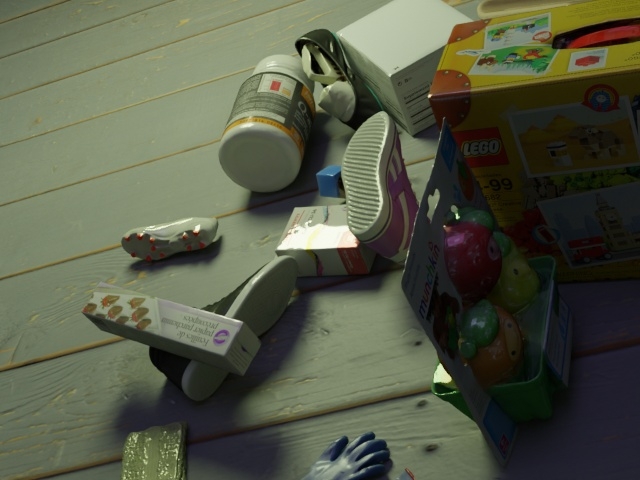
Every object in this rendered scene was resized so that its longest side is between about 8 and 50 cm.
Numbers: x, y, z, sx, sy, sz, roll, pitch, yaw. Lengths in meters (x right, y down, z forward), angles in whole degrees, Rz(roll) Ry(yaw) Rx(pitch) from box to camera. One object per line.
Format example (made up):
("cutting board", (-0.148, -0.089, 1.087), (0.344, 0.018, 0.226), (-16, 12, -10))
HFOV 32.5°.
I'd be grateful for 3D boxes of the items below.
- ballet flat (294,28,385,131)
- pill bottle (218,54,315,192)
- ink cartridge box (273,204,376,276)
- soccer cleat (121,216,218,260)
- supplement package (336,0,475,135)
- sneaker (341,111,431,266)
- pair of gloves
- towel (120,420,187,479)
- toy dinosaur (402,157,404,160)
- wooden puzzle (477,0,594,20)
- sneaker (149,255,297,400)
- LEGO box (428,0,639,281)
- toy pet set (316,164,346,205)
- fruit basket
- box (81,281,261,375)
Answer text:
("ballet flat", (0.027, -0.304, 2.159), (0.096, 0.095, 0.280), (-9, 54, -32))
("pill bottle", (-0.096, -0.237, 2.158), (0.162, 0.162, 0.278), (-10, 39, 21))
("ink cartridge box", (0.000, 0.000, 1.887), (0.198, 0.067, 0.115), (-4, 41, 27))
("soccer cleat", (-0.283, -0.006, 2.073), (0.196, 0.068, 0.076), (-7, 25, 22))
("supplement package", (0.188, -0.358, 2.158), (0.204, 0.145, 0.262), (-30, 37, -6))
("sneaker", (0.120, -0.077, 1.836), (0.102, 0.161, 0.282), (-28, 42, 36))
("pair of gloves", (0.047, 0.342, 1.475), (0.159, 0.023, 0.198), (-35, 36, -10))
("towel", (-0.253, 0.336, 1.653), (0.110, 0.027, 0.148), (-19, 36, 10))
("toy dinosaur", (0.103, -0.147, 2.008), (0.082, 0.090, 0.047), (21, 49, -8))
("wooden puzzle", (0.503, -0.410, 1.989), (0.322, 0.080, 0.348), (-11, 16, -20))
("sneaker", (-0.168, 0.119, 1.805), (0.147, 0.104, 0.295), (20, 59, 38))
("LEGO box", (0.456, -0.141, 1.537), (0.500, 0.372, 0.193), (-5, 41, 26))
("toy pet set", (0.056, -0.110, 1.957), (0.114, 0.065, 0.122), (9, 75, 41))
("fruit basket", (0.216, 0.064, 1.440), (0.166, 0.353, 0.327), (-7, 39, 25))
("box", (-0.239, 0.135, 1.720), (0.324, 0.067, 0.063), (11, 62, 37))
